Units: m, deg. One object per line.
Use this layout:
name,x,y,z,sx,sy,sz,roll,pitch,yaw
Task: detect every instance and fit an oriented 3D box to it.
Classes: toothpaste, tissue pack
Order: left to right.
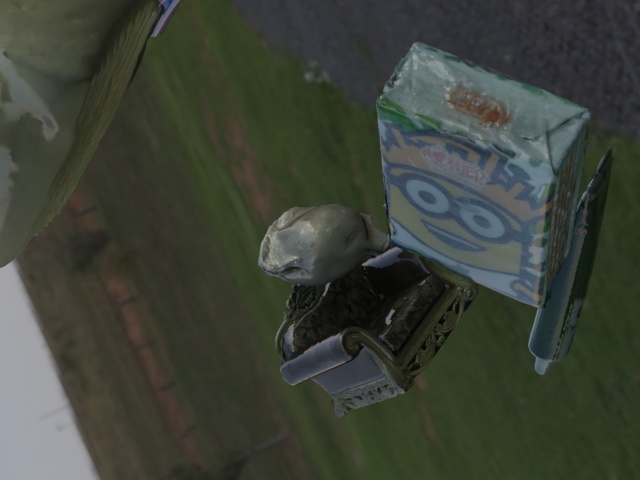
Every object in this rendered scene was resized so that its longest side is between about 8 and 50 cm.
toothpaste,-0.188,-0.291,1.695,0.170,0.028,0.045,140,120,-62
tissue pack,0.190,-0.074,1.652,0.228,0.128,0.311,24,155,18
toothpaste,0.339,0.046,1.888,0.061,0.099,0.392,20,133,16

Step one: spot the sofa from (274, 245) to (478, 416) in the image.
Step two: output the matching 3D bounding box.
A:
sofa,0.070,0.105,2.006,0.182,0.258,0.200,47,147,-11

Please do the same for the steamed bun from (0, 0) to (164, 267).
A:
steamed bun,-0.315,-0.143,1.181,0.273,0.272,0.290,-72,6,-63

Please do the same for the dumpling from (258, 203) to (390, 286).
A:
dumpling,0.000,0.000,2.019,0.136,0.199,0.118,-116,24,-52
